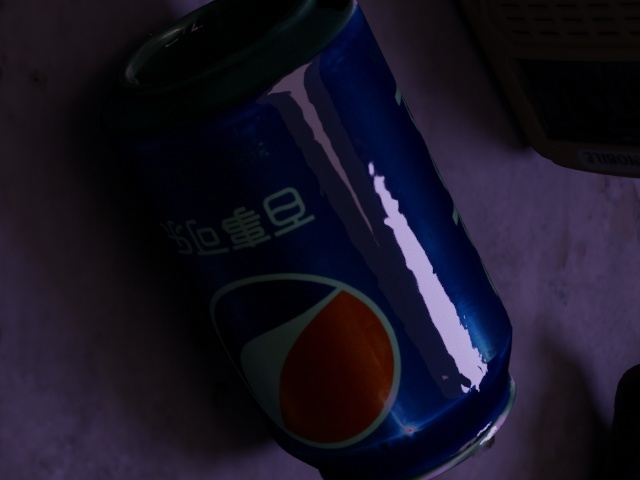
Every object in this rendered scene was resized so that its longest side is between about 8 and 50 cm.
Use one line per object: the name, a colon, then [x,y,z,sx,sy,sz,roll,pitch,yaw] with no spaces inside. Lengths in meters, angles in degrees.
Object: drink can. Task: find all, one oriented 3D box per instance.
drink can: [0.000,0.000,0.798,0.118,0.118,0.205,-44,117,-32]

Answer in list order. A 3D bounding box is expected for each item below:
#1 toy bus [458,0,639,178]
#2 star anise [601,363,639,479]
toy bus: [0.234,-0.193,0.969,0.365,0.177,0.202,-40,119,-30]
star anise: [0.183,0.192,0.969,0.359,0.139,0.316,37,58,-19]
